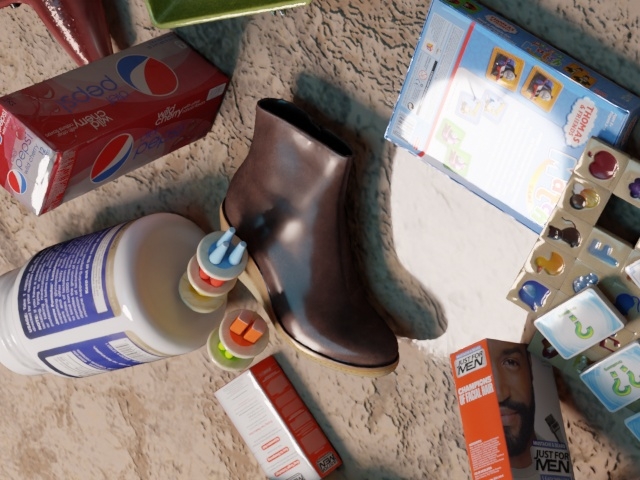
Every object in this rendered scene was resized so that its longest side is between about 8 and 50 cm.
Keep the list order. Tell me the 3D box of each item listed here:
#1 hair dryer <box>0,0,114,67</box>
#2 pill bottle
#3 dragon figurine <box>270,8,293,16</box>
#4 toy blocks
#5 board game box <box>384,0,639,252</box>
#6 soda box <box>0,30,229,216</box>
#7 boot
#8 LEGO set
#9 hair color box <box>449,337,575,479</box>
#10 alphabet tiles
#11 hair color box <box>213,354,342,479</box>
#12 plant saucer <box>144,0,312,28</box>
[{"bbox_3d":[-0.338,-0.264,1.894,0.293,0.080,0.224,28,113,5],"label":"hair dryer"},{"bbox_3d":[-0.241,0.068,1.956,0.264,0.153,0.153,-15,101,41],"label":"pill bottle"},{"bbox_3d":[-0.042,-0.310,1.669,0.289,0.085,0.144,43,129,10],"label":"dragon figurine"},{"bbox_3d":[-0.088,0.056,1.796,0.123,0.054,0.148,62,157,12],"label":"toy blocks"},{"bbox_3d":[0.172,-0.109,1.628,0.211,0.039,0.160,35,128,21],"label":"board game box"},{"bbox_3d":[-0.211,-0.120,1.771,0.092,0.263,0.083,39,128,17],"label":"soda box"},{"bbox_3d":[0.000,0.000,1.776,0.248,0.090,0.207,38,132,23],"label":"boot"},{"bbox_3d":[0.325,0.095,1.574,0.182,0.060,0.244,49,130,-8],"label":"LEGO set"},{"bbox_3d":[0.182,0.181,1.673,0.053,0.093,0.167,-30,62,41],"label":"hair color box"},{"bbox_3d":[0.282,0.044,1.608,0.198,0.009,0.237,30,128,9],"label":"alphabet tiles"},{"bbox_3d":[-0.047,0.203,1.941,0.072,0.043,0.141,-35,86,42],"label":"hair color box"},{"bbox_3d":[-0.095,-0.297,1.624,0.188,0.045,0.188,-4,110,35],"label":"plant saucer"}]
